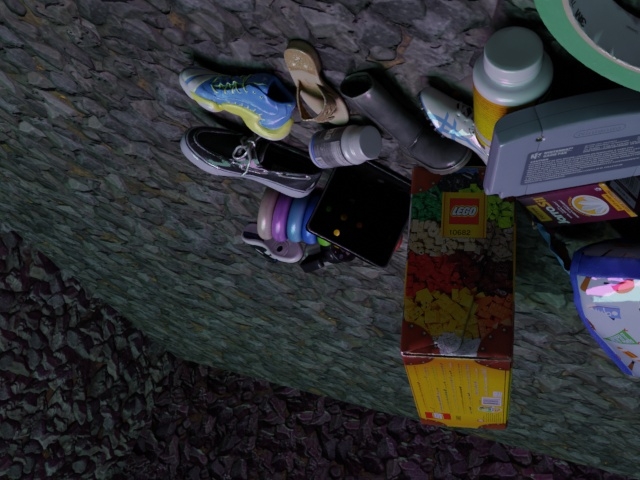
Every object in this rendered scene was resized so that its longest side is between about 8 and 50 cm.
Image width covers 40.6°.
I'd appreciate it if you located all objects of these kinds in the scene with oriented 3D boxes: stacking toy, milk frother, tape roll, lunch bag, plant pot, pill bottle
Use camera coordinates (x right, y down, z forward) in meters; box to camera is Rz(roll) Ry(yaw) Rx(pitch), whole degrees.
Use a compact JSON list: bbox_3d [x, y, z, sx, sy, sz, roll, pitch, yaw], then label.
[{"bbox_3d":[0.028,-0.037,2.000,0.331,0.141,0.141,13,156,9],"label":"stacking toy"},{"bbox_3d":[0.000,0.000,2.156,0.135,0.129,0.143,-18,91,58],"label":"milk frother"},{"bbox_3d":[0.415,-0.297,1.029,0.321,0.077,0.321,28,162,10],"label":"tape roll"},{"bbox_3d":[0.672,0.120,1.570,0.328,0.238,0.385,4,158,42],"label":"lunch bag"},{"bbox_3d":[0.072,-0.056,1.840,0.188,0.188,0.167,27,169,-10],"label":"plant pot"},{"bbox_3d":[0.049,-0.185,1.690,0.137,0.078,0.078,-3,146,46],"label":"pill bottle"},{"bbox_3d":[0.292,-0.223,1.317,0.117,0.117,0.215,16,157,19],"label":"pill bottle"}]

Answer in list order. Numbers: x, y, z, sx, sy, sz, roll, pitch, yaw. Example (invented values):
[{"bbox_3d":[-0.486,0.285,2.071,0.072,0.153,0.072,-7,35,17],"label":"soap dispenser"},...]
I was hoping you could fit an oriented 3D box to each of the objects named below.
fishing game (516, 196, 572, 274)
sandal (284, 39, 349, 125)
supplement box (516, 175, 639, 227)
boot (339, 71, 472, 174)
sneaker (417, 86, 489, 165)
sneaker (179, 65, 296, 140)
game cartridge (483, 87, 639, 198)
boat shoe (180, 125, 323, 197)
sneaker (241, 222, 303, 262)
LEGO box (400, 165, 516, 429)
[{"bbox_3d":[0.466,0.016,1.659,0.041,0.189,0.264,-36,118,18],"label":"fishing game"},{"bbox_3d":[-0.020,-0.259,1.589,0.088,0.079,0.240,12,155,26],"label":"sandal"},{"bbox_3d":[0.452,-0.090,1.508,0.104,0.080,0.188,36,155,-28],"label":"supplement box"},{"bbox_3d":[0.150,-0.211,1.526,0.190,0.076,0.208,17,155,51],"label":"boot"},{"bbox_3d":[0.268,-0.193,1.476,0.237,0.085,0.086,34,130,-15],"label":"sneaker"},{"bbox_3d":[-0.149,-0.294,1.659,0.240,0.091,0.126,27,139,-7],"label":"sneaker"},{"bbox_3d":[0.400,-0.149,1.301,0.297,0.062,0.198,-9,150,0],"label":"game cartridge"},{"bbox_3d":[-0.144,-0.182,1.844,0.306,0.113,0.105,24,151,-8],"label":"boat shoe"},{"bbox_3d":[-0.102,0.022,2.299,0.217,0.079,0.121,24,167,40],"label":"sneaker"},{"bbox_3d":[0.285,0.134,1.728,0.193,0.372,0.500,1,154,11],"label":"LEGO box"}]
